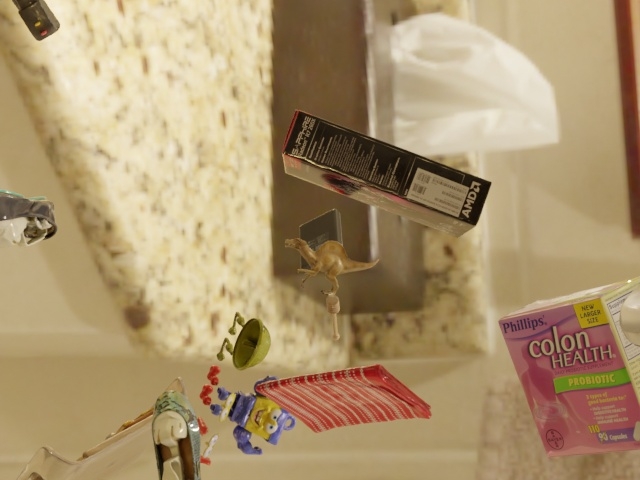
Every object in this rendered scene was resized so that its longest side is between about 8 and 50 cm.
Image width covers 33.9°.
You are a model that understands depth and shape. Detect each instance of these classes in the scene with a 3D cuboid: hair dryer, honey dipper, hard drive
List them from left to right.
[{"bbox_3d":[-0.462,-0.365,1.323,0.293,0.080,0.223,47,-3,-32],"label":"hair dryer"},{"bbox_3d":[0.000,0.000,2.189,0.022,0.094,0.135,49,24,-36],"label":"hard drive"},{"bbox_3d":[0.034,0.186,2.481,0.160,0.030,0.030,82,14,-52],"label":"honey dipper"}]

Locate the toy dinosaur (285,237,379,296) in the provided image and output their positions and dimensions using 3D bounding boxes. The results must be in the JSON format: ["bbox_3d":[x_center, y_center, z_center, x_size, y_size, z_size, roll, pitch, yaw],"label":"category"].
[{"bbox_3d":[0.023,0.048,1.793,0.053,0.183,0.092,20,-86,66],"label":"toy dinosaur"}]

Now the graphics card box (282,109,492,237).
[{"bbox_3d":[0.114,-0.117,1.928,0.233,0.371,0.094,103,7,-85],"label":"graphics card box"}]

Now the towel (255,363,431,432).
[{"bbox_3d":[0.044,0.293,1.925,0.199,0.275,0.031,43,45,-41],"label":"towel"}]

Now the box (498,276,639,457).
[{"bbox_3d":[0.431,0.204,1.661,0.117,0.213,0.243,-19,89,-39],"label":"box"}]

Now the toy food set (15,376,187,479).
[{"bbox_3d":[-0.390,0.354,1.835,0.092,0.220,0.306,51,41,12],"label":"toy food set"}]

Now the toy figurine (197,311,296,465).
[{"bbox_3d":[-0.149,0.373,2.481,0.362,0.217,0.191,-67,-158,-1],"label":"toy figurine"}]

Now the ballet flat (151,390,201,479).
[{"bbox_3d":[-0.195,0.288,1.414,0.070,0.070,0.188,42,30,-65],"label":"ballet flat"}]

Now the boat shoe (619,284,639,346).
[{"bbox_3d":[0.459,0.068,1.305,0.267,0.096,0.088,-41,108,-45],"label":"boat shoe"}]

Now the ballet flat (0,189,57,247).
[{"bbox_3d":[-0.389,-0.025,1.330,0.203,0.074,0.074,8,78,-80],"label":"ballet flat"}]
